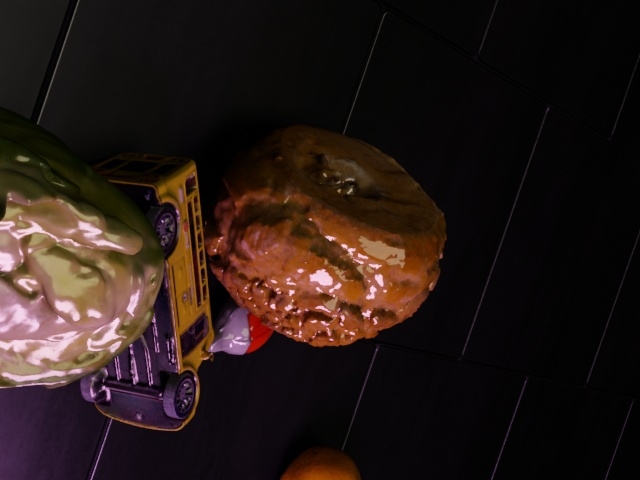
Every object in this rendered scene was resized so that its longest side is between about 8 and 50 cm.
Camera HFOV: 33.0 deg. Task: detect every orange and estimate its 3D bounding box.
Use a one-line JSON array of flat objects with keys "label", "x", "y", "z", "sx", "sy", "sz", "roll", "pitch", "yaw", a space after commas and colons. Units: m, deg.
[{"label": "orange", "x": 0.000, "y": 0.403, "z": 1.699, "sx": 0.136, "sy": 0.159, "sz": 0.159, "roll": -13, "pitch": 125, "yaw": 7}]

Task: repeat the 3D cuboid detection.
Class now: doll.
[{"label": "doll", "x": -0.095, "y": 0.110, "z": 1.534, "sx": 0.227, "sy": 0.075, "sz": 0.102, "roll": -32, "pitch": 136, "yaw": -45}]

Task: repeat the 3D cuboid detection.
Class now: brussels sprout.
[{"label": "brussels sprout", "x": -0.347, "y": 0.009, "z": 1.071, "sx": 0.276, "sy": 0.314, "sz": 0.371, "roll": -60, "pitch": 153, "yaw": 5}]

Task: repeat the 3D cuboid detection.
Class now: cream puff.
[{"label": "cream puff", "x": 0.000, "y": 0.000, "z": 1.453, "sx": 0.327, "sy": 0.343, "sz": 0.231, "roll": 21, "pitch": 118, "yaw": -10}]

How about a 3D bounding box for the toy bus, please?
[{"label": "toy bus", "x": -0.213, "y": 0.065, "z": 1.339, "sx": 0.151, "sy": 0.145, "sz": 0.331, "roll": -45, "pitch": 137, "yaw": -58}]
